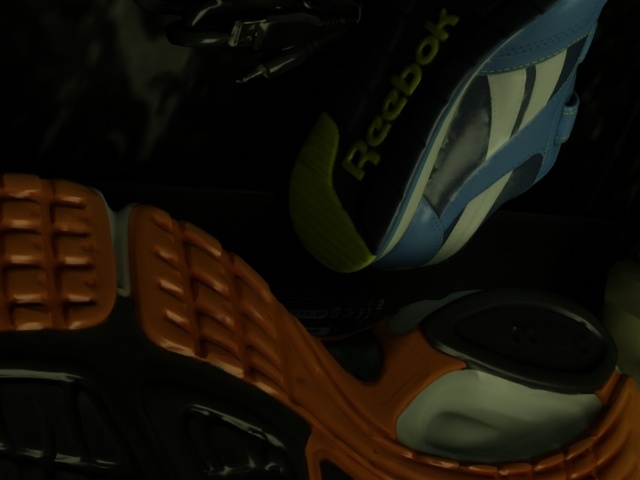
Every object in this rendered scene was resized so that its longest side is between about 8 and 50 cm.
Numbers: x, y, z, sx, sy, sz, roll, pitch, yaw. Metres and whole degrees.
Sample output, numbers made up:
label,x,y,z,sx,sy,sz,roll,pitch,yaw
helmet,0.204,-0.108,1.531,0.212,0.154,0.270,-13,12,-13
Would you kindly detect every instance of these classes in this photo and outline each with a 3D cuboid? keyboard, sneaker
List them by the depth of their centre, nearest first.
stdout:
label,x,y,z,sx,sy,sz,roll,pitch,yaw
sneaker,-0.038,0.062,0.455,0.262,0.099,0.121,14,147,-32
sneaker,0.049,-0.051,0.482,0.059,0.053,0.144,16,116,-49
keyboard,0.000,0.000,0.540,0.317,0.033,0.201,3,118,-47

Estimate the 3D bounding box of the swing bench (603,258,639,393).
label,x,y,z,sx,sy,sz,roll,pitch,yaw
swing bench,0.250,0.010,0.567,0.165,0.253,0.254,24,83,-50
